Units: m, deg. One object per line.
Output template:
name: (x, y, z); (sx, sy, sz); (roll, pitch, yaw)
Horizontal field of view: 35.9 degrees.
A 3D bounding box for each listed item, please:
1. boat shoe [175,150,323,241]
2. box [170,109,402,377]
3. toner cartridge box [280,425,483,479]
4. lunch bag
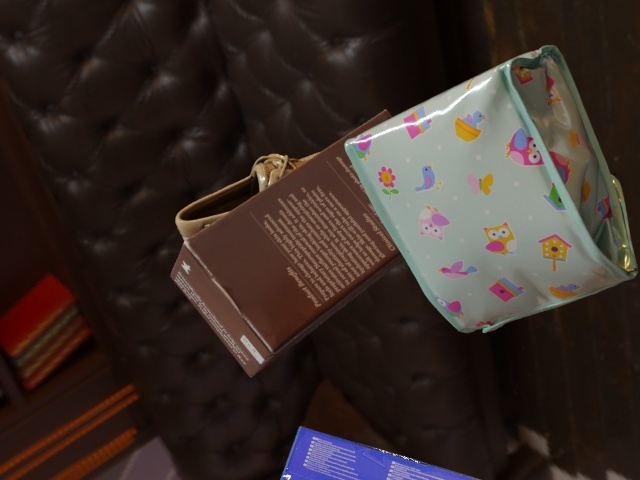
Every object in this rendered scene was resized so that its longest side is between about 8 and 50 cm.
boat shoe: (-0.063, -0.075, 1.566); (0.121, 0.341, 0.110); (52, 171, 54)
box: (0.000, 0.000, 1.395); (0.191, 0.381, 0.143); (51, 151, 7)
toner cartridge box: (0.093, 0.396, 1.441); (0.348, 0.165, 0.075); (9, 160, 38)
lunch bag: (0.190, -0.042, 1.048); (0.223, 0.160, 0.262); (-24, 95, 36)
